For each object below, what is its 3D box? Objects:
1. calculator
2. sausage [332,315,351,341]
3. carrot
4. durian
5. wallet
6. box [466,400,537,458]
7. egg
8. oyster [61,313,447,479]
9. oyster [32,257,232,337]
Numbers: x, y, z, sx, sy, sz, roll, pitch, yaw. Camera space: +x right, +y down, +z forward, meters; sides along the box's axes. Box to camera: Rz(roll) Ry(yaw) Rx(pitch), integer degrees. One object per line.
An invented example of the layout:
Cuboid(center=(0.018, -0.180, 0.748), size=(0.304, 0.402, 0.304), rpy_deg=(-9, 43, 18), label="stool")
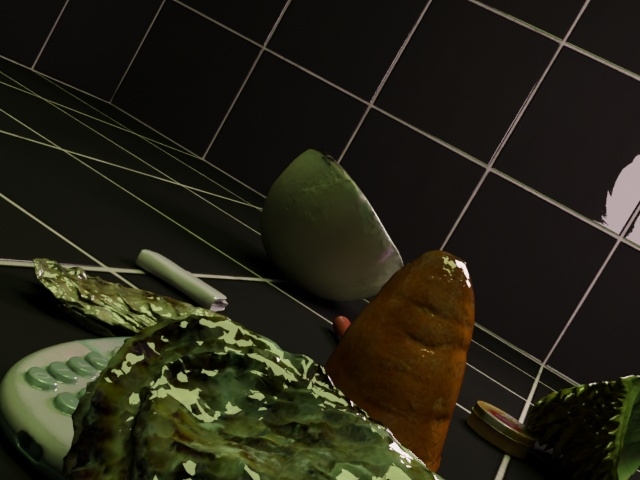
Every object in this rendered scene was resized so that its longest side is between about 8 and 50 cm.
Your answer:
Cuboid(center=(-0.105, 0.131, 0.580), size=(0.184, 0.042, 0.295), rpy_deg=(32, 8, 24), label="calculator")
Cuboid(center=(0.052, 0.159, 1.193), size=(0.034, 0.034, 0.253), rpy_deg=(28, 6, -16), label="sausage")
Cuboid(center=(0.098, 0.120, 0.836), size=(0.159, 0.225, 0.159), rpy_deg=(28, 1, 0), label="carrot")
Cuboid(center=(0.445, 0.285, 1.233), size=(0.163, 0.198, 0.394), rpy_deg=(37, 1, 39), label="durian")
Cuboid(center=(-0.177, 0.052, 1.019), size=(0.122, 0.025, 0.061), rpy_deg=(31, -1, 13), label="wallet")
Cuboid(center=(0.271, 0.284, 1.184), size=(0.105, 0.037, 0.105), rpy_deg=(30, 5, -3), label="box")
Cuboid(center=(0.000, 0.000, 1.513), size=(0.337, 0.201, 0.337), rpy_deg=(52, -6, 8), label="egg")
Cuboid(center=(0.011, 0.172, 0.369), size=(0.351, 0.162, 0.158), rpy_deg=(41, -22, 18), label="oyster")
Cuboid(center=(-0.179, 0.058, 0.747), size=(0.200, 0.061, 0.106), rpy_deg=(27, 5, -31), label="oyster")
